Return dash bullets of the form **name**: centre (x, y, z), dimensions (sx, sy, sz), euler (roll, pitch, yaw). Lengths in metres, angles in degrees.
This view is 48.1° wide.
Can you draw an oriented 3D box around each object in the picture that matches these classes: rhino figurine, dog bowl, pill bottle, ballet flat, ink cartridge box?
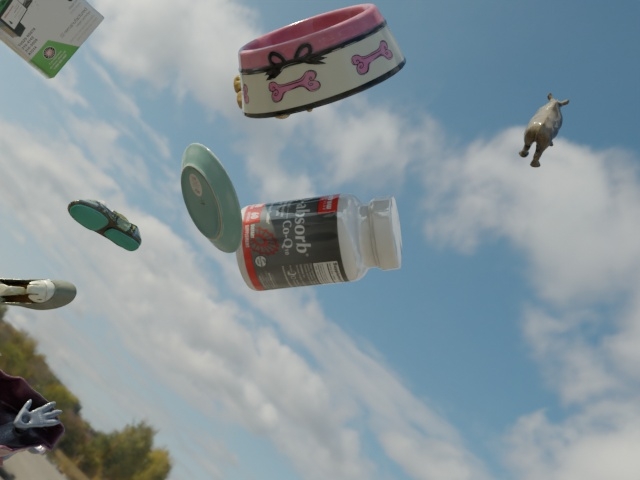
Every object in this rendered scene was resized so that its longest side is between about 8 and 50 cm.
- **rhino figurine**: centre (0.551, -0.285, 1.748), dimensions (0.073, 0.243, 0.106), euler (22, -44, 19)
- **dog bowl**: centre (-0.013, -0.430, 1.683), dimensions (0.408, 0.408, 0.150), euler (11, -53, 50)
- **pill bottle**: centre (0.000, 0.000, 1.679), dimensions (0.363, 0.210, 0.210), euler (-7, -45, 12)
- **ballet flat**: centre (-0.442, -0.044, 1.471), dimensions (0.070, 0.070, 0.188), euler (22, -16, 40)
- **ink cartridge box**: centre (-0.548, -0.436, 1.343), dimensions (0.219, 0.160, 0.093), euler (41, -7, -28)
- **ballet flat**: centre (-0.662, 0.118, 1.613), dimensions (0.213, 0.072, 0.068), euler (-1, -16, 4)

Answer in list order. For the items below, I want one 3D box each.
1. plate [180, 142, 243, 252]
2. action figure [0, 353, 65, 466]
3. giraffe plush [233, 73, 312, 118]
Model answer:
- **plate**: centre (-0.184, -0.063, 1.153), dimensions (0.188, 0.024, 0.188), euler (37, -40, 40)
- **action figure**: centre (-0.645, 0.364, 1.330), dimensions (0.370, 0.276, 0.248), euler (-24, -78, 40)
- **giraffe plush**: centre (-0.118, -0.419, 2.046), dimensions (0.170, 0.210, 0.181), euler (36, 32, -58)
